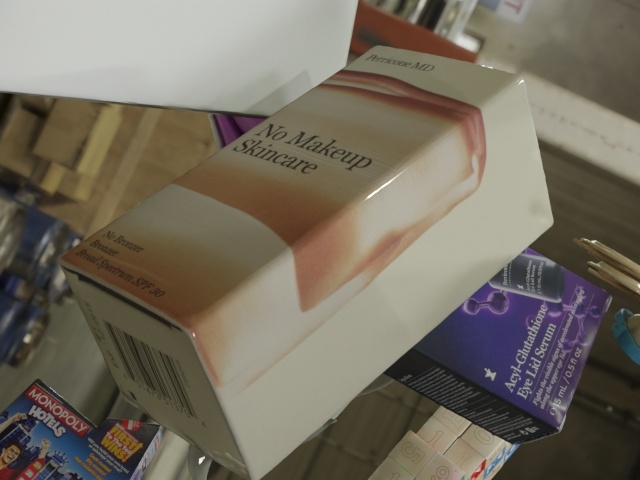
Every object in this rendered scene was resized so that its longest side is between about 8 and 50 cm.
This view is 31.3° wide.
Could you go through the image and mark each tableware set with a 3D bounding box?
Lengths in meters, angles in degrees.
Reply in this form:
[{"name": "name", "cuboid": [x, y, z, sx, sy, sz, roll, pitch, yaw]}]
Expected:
[{"name": "tableware set", "cuboid": [0.244, 0.044, 0.797, 0.020, 0.141, 0.169, -59, 159, 5]}]

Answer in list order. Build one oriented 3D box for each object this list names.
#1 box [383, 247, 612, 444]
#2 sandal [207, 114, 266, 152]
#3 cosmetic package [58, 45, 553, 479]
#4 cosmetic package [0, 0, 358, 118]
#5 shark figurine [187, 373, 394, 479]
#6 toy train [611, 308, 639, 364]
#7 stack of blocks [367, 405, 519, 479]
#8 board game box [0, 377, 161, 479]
[{"name": "box", "cuboid": [0.148, 0.079, 1.103, 0.153, 0.207, 0.108, -64, -174, -22]}, {"name": "sandal", "cuboid": [-0.033, -0.055, 1.031, 0.169, 0.102, 0.416, -45, -132, 15]}, {"name": "cosmetic package", "cuboid": [0.000, 0.000, 0.762, 0.296, 0.153, 0.129, -38, 127, -29]}, {"name": "cosmetic package", "cuboid": [-0.196, -0.297, 0.903, 0.327, 0.394, 0.329, 0, 106, -45]}, {"name": "shark figurine", "cuboid": [-0.037, 0.191, 1.235, 0.116, 0.278, 0.166, 4, -90, 58]}, {"name": "toy train", "cuboid": [0.421, 0.076, 1.249, 0.143, 0.105, 0.248, -37, 158, 27]}, {"name": "stack of blocks", "cuboid": [0.130, 0.302, 1.412, 0.297, 0.087, 0.171, -45, 157, -18]}, {"name": "board game box", "cuboid": [-0.282, 0.257, 1.294, 0.194, 0.194, 0.060, -46, 165, -29]}]
